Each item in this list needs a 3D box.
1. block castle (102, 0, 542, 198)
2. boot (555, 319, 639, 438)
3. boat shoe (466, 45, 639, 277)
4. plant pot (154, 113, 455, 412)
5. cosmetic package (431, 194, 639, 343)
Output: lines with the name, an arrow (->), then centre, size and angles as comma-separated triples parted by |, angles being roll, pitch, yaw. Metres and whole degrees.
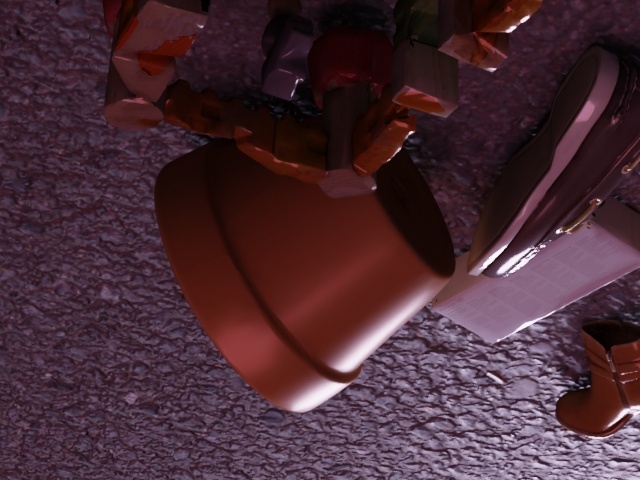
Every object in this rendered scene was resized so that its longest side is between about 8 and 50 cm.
block castle -> 0.012, -0.250, 1.511 | 0.303, 0.213, 0.453 | 16, 146, -21
boot -> 0.337, 0.157, 2.129 | 0.197, 0.073, 0.152 | -7, 130, 41
boat shoe -> 0.245, -0.059, 1.807 | 0.096, 0.116, 0.324 | 19, 137, -11
plant pot -> 0.000, 0.000, 1.811 | 0.203, 0.291, 0.291 | -30, 132, 19
cosmetic package -> 0.237, 0.026, 1.965 | 0.099, 0.060, 0.239 | 29, 138, -30
